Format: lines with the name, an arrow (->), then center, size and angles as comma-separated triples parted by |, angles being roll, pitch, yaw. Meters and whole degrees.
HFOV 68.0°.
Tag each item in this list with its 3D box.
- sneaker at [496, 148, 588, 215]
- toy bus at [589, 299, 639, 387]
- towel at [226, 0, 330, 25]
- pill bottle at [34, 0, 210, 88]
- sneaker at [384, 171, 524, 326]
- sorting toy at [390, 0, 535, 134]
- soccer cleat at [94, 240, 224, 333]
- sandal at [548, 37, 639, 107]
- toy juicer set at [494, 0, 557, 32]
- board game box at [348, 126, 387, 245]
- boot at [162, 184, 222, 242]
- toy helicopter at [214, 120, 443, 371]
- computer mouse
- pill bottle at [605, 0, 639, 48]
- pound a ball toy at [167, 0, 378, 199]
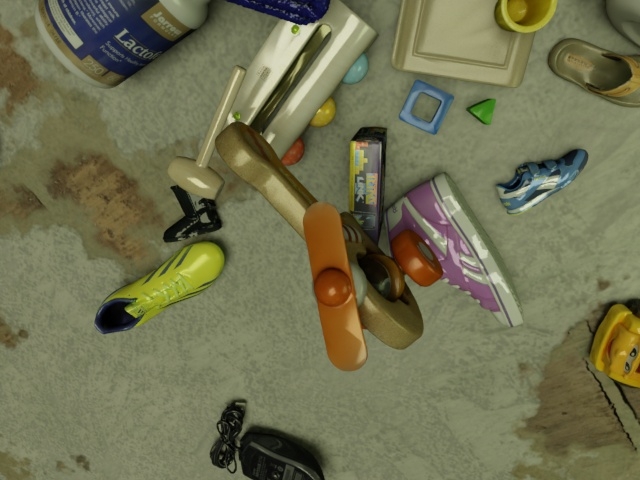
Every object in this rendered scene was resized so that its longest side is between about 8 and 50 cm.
sneaker -> 0.343, -0.100, 0.740 | 0.144, 0.053, 0.059 | -38, 99, 20
toy bus -> 0.574, 0.212, 0.738 | 0.220, 0.211, 0.149 | 11, 114, 7
towel -> -0.062, -0.418, 0.587 | 0.228, 0.076, 0.308 | 15, 74, 1
pill bottle -> -0.263, -0.352, 0.691 | 0.265, 0.153, 0.153 | -26, 105, 18
sneaker -> 0.213, 0.042, 0.800 | 0.161, 0.102, 0.282 | -32, 92, 23
sorting toy -> 0.210, -0.325, 0.676 | 0.196, 0.047, 0.347 | 10, 108, 1
soccer cleat -> -0.301, 0.098, 0.890 | 0.289, 0.121, 0.093 | -28, 104, 18
sandal -> 0.417, -0.237, 0.675 | 0.180, 0.049, 0.072 | 20, 113, 2
toy juicer set -> 0.273, -0.441, 0.564 | 0.209, 0.089, 0.329 | -22, 104, 9
board game box -> 0.075, -0.083, 0.745 | 0.048, 0.141, 0.170 | 3, 112, 9
boot -> -0.244, -0.055, 0.863 | 0.121, 0.045, 0.099 | -15, 110, 7
toy helicopter -> 0.000, 0.000, 0.586 | 0.140, 0.235, 0.355 | -40, 100, 23
computer mouse -> -0.102, 0.469, 1.036 | 0.272, 0.072, 0.188 | 25, 116, 13
pill bottle -> 0.511, -0.368, 0.536 | 0.181, 0.181, 0.323 | 33, 113, -4
pound a ball toy -> -0.055, -0.193, 0.688 | 0.136, 0.208, 0.319 | 38, 112, -6
